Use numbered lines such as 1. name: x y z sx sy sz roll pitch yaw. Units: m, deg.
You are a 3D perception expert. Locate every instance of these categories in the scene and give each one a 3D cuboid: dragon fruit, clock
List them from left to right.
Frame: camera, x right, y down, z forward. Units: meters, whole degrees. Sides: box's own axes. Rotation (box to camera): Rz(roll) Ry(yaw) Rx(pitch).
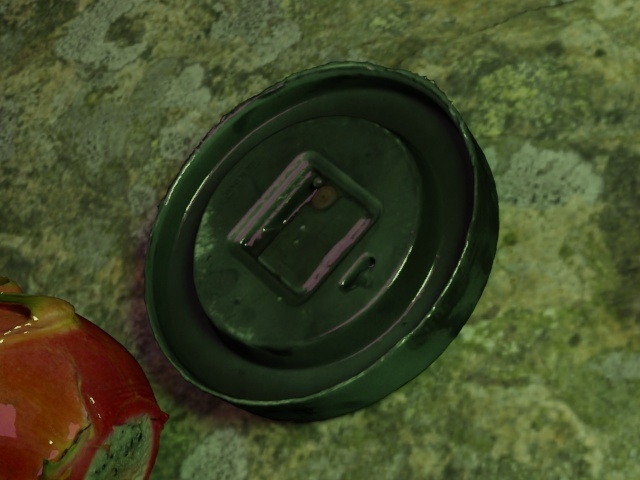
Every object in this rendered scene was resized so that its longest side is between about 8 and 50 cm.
1. dragon fruit: -0.232 0.138 1.179 0.227 0.224 0.224 16 73 32
2. clock: 0.000 0.000 1.210 0.280 0.055 0.281 -15 57 24
